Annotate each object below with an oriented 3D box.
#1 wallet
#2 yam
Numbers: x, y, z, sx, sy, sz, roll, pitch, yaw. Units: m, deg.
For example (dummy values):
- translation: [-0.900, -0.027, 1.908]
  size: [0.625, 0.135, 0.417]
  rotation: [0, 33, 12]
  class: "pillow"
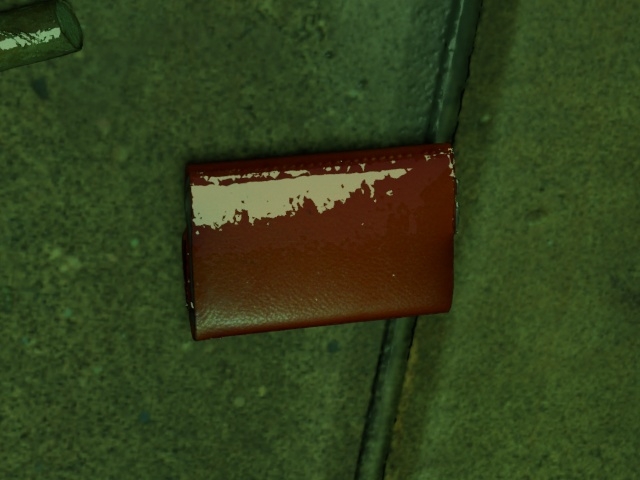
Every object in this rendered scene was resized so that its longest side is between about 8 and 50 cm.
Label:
- translation: [0.000, 0.000, 1.309]
  size: [0.204, 0.045, 0.142]
  rotation: [-6, 115, -12]
  class: "wallet"
- translation: [-0.210, -0.138, 1.199]
  size: [0.094, 0.043, 0.043]
  rotation: [-16, 114, -8]
  class: "yam"
